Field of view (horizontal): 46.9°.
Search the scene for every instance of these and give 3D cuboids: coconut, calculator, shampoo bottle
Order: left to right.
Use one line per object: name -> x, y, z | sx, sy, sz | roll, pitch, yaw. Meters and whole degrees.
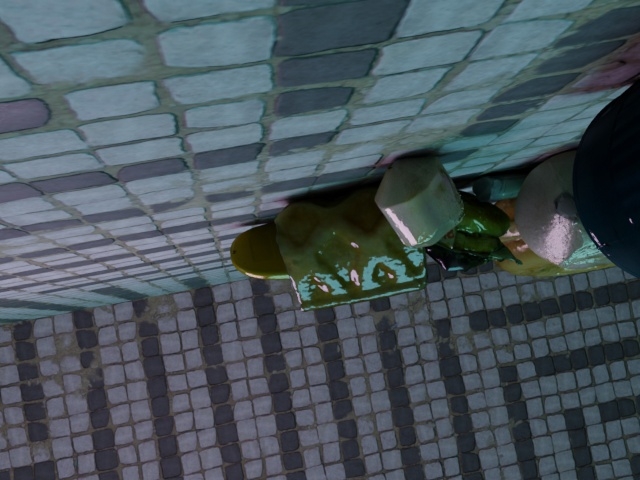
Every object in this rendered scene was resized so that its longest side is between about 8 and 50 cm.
calculator -> -0.056, 0.014, 1.413 | 0.234, 0.146, 0.032 | -9, 136, -9
coconut -> 0.136, -0.063, 1.046 | 0.116, 0.122, 0.116 | -29, -155, 15
shampoo bottle -> 0.391, -0.108, 1.424 | 0.212, 0.049, 0.072 | -8, 176, -28
coconut -> 0.465, -0.054, 1.306 | 0.241, 0.241, 0.241 | -11, 175, -1

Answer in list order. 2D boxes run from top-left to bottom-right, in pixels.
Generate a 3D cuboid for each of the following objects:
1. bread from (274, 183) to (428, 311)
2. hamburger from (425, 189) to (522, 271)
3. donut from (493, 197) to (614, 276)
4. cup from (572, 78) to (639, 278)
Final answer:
bread -> 0.064, 0.005, 1.244 | 0.252, 0.238, 0.196 | -8, -145, 5
hamburger -> 0.283, -0.024, 1.412 | 0.214, 0.125, 0.235 | -10, -150, -43
donut -> 0.597, -0.030, 1.747 | 0.448, 0.198, 0.449 | -6, 170, -1
cup -> 0.429, -0.088, 0.699 | 0.307, 0.242, 0.292 | -9, 173, 5
